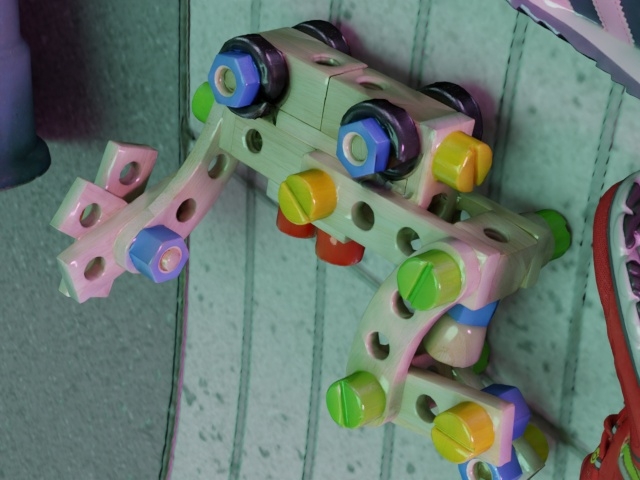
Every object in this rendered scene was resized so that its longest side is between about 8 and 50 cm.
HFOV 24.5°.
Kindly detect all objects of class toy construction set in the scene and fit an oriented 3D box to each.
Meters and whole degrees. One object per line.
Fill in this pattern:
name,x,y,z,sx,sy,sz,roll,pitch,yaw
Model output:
toy construction set,0.000,0.000,0.856,0.327,0.151,0.215,22,120,22

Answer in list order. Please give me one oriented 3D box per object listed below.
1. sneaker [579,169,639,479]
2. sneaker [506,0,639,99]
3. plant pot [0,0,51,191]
sneaker,0.176,0.103,0.758,0.118,0.107,0.279,-9,97,53
sneaker,0.154,-0.150,0.696,0.319,0.112,0.131,40,112,21
plant pot,-0.345,-0.221,0.967,0.341,0.341,0.334,16,108,37
